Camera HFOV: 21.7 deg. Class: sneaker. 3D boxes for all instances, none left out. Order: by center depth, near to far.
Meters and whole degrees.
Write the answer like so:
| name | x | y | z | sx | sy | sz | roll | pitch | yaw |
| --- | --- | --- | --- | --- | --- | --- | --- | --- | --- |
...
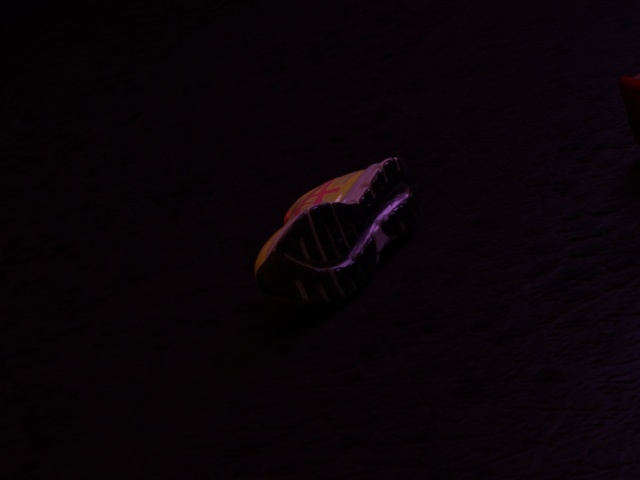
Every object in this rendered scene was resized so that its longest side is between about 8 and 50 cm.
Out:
| name | x | y | z | sx | sy | sz | roll | pitch | yaw |
| --- | --- | --- | --- | --- | --- | --- | --- | --- | --- |
| sneaker | 0.000 | 0.000 | 1.394 | 0.094 | 0.081 | 0.208 | -11 | 14 | 37 |

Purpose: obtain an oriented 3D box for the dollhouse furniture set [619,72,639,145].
| name | x | y | z | sx | sy | sz | roll | pitch | yaw |
| --- | --- | --- | --- | --- | --- | --- | --- | --- | --- |
| dollhouse furniture set | 0.297 | -0.111 | 1.236 | 0.152 | 0.201 | 0.374 | -23 | 22 | -11 |
